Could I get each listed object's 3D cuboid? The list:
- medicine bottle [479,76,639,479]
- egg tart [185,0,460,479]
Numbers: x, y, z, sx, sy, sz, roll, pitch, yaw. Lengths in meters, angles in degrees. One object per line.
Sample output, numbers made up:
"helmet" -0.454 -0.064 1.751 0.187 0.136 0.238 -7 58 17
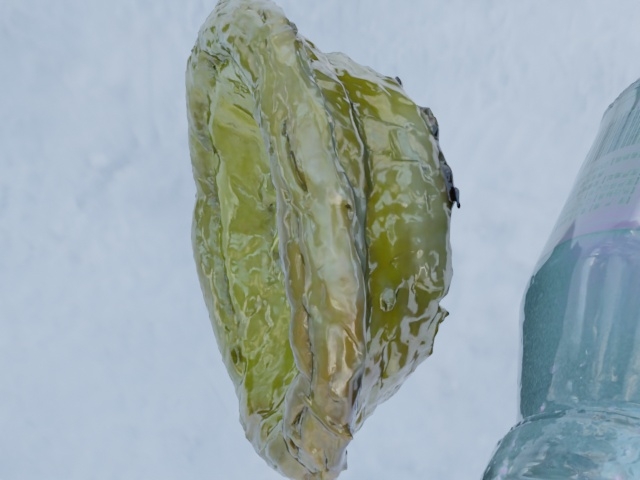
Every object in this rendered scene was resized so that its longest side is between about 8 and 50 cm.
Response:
"medicine bottle" 0.230 0.076 1.049 0.245 0.245 0.290 23 62 7
"egg tart" 0.000 0.000 1.227 0.132 0.345 0.345 -5 76 -17
